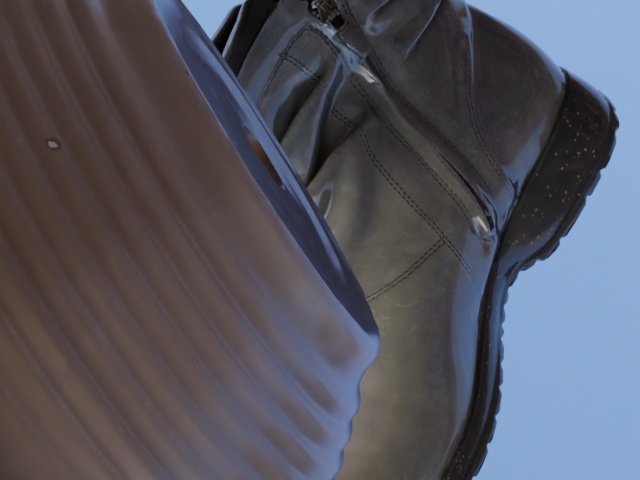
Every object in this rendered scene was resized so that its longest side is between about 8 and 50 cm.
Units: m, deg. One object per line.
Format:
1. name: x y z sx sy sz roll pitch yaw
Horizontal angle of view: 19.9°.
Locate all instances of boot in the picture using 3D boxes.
1. boot: 0.000 0.000 0.675 0.161 0.083 0.246 34 -108 -28

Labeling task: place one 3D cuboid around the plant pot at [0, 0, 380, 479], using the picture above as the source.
1. plant pot: -0.059 0.006 0.475 0.110 0.237 0.237 -31 -125 4
